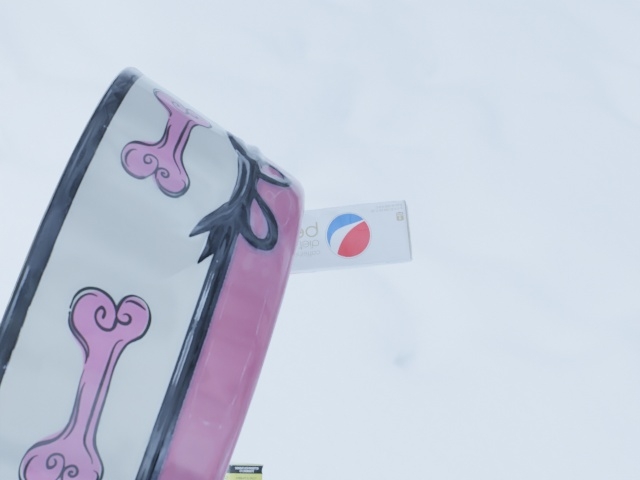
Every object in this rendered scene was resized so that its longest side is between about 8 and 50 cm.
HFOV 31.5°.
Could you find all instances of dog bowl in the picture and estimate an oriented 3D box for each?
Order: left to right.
[{"bbox_3d":[-0.135,0.093,0.808,0.150,0.408,0.408,19,36,-7],"label":"dog bowl"}]

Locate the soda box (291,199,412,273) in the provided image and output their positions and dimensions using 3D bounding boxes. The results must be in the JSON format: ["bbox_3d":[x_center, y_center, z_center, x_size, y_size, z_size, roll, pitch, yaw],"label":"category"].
[{"bbox_3d":[0.000,0.000,1.357,0.216,0.074,0.069,-6,-4,4],"label":"soda box"}]

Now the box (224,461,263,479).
[{"bbox_3d":[-0.130,0.442,1.658,0.058,0.087,0.232,8,78,-28],"label":"box"}]
